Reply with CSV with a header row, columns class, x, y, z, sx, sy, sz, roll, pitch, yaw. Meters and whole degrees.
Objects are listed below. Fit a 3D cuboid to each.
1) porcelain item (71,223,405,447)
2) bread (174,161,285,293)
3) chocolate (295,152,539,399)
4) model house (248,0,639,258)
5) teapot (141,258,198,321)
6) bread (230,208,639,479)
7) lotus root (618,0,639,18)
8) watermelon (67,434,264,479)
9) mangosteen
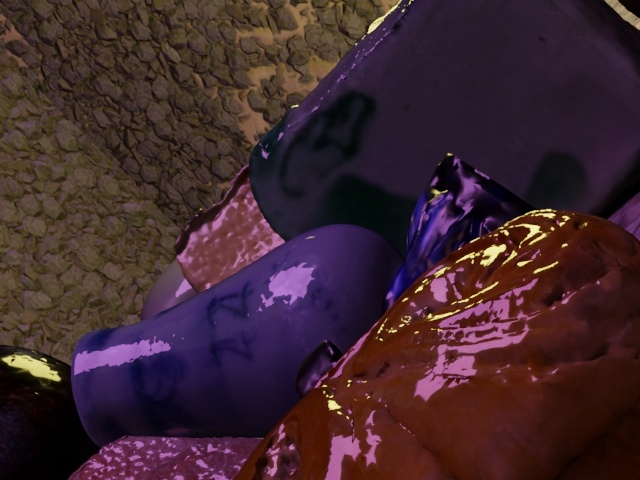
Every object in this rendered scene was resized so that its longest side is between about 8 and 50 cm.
class,x,y,z,sx,sy,sz,roll,pitch,yaw
porcelain item,-0.030,0.070,1.179,0.259,0.141,0.141,-14,17,20
bread,0.000,0.000,1.543,0.240,0.178,0.135,-43,4,-3
chocolate,0.016,0.115,0.957,0.343,0.126,0.148,-51,41,11
model house,0.120,-0.097,1.333,0.267,0.194,0.325,-43,2,23
teapot,-0.054,0.044,1.779,0.318,0.149,0.220,-42,10,11
bread,0.049,0.091,0.733,0.236,0.120,0.198,-44,6,4
lotus root,0.279,-0.218,1.187,0.275,0.160,0.152,147,143,-72
watermelon,-0.076,0.196,1.085,0.146,0.128,0.231,-6,32,41
mangosteen,-0.267,0.226,1.500,0.288,0.288,0.288,-45,5,5
